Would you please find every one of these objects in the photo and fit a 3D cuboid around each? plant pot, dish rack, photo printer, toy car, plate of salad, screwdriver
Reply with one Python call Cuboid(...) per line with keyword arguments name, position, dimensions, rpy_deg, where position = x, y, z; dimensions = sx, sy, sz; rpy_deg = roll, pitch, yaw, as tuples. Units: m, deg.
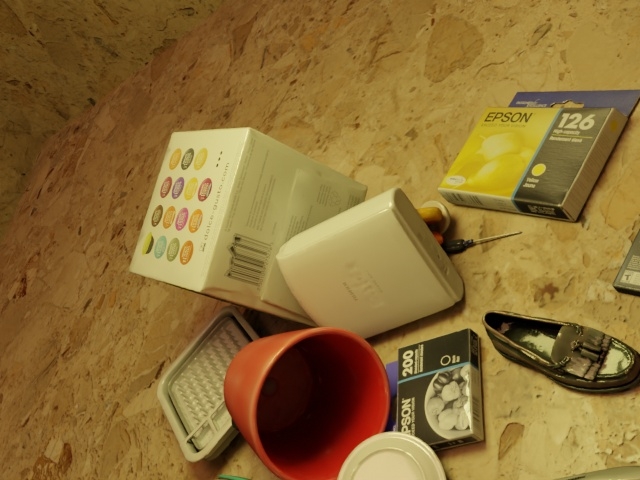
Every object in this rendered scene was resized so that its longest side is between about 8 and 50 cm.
Cuboid(name="plant pot", position=(-0.048, 0.286, 1.397), dimensions=(0.274, 0.275, 0.243), rpy_deg=(-60, 24, -15))
Cuboid(name="dish rack", position=(-0.222, 0.321, 1.705), dimensions=(0.285, 0.072, 0.333), rpy_deg=(-50, 35, 0))
Cuboid(name="photo printer", position=(0.081, 0.062, 1.466), dimensions=(0.308, 0.256, 0.107), rpy_deg=(-24, 21, 30))
Cuboid(name="toy car", position=(0.171, -0.008, 1.545), dimensions=(0.182, 0.159, 0.136), rpy_deg=(-9, 86, 47))
Cuboid(name="plate of salad", position=(0.116, 0.416, 1.246), dimensions=(0.200, 0.048, 0.199), rpy_deg=(-15, 57, 25))
Cuboid(name="screwdriver", position=(0.310, -0.004, 1.477), dimensions=(0.170, 0.024, 0.025), rpy_deg=(-19, 73, 33))

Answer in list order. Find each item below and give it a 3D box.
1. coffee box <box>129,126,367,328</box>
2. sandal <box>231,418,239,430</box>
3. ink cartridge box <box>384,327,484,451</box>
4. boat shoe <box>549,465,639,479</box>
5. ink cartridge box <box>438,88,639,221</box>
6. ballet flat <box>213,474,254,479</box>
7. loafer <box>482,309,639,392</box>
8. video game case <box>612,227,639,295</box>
Cuboid(name="coffee box", position=(-0.160, -0.026, 1.668), dimensions=(0.334, 0.338, 0.337), rpy_deg=(9, 80, 52))
Cuboid(name="sandal", position=(-0.158, 0.305, 1.549), dimensions=(0.067, 0.040, 0.179), rpy_deg=(-25, 40, 31))
Cuboid(name="ink cartridge box", position=(0.183, 0.272, 1.333), dimensions=(0.208, 0.045, 0.206), rpy_deg=(-25, 42, 32))
Cuboid(name="boat shoe", position=(0.374, 0.355, 1.032), dimensions=(0.219, 0.078, 0.070), rpy_deg=(-21, 78, 29))
Cuboid(name="ink cartridge box", position=(0.424, -0.193, 1.494), dimensions=(0.304, 0.072, 0.307), rpy_deg=(13, 69, 52))
Cuboid(name="ballet flat", position=(-0.095, 0.490, 1.382), dimensions=(0.316, 0.108, 0.106), rpy_deg=(-12, 56, 43))
Cuboid(name="loafer", position=(0.367, 0.168, 1.195), dimensions=(0.268, 0.084, 0.096), rpy_deg=(10, 65, 51))
Cuboid(name="video game case", position=(0.599, -0.023, 1.177), dimensions=(0.196, 0.026, 0.274), rpy_deg=(13, 66, 52))
